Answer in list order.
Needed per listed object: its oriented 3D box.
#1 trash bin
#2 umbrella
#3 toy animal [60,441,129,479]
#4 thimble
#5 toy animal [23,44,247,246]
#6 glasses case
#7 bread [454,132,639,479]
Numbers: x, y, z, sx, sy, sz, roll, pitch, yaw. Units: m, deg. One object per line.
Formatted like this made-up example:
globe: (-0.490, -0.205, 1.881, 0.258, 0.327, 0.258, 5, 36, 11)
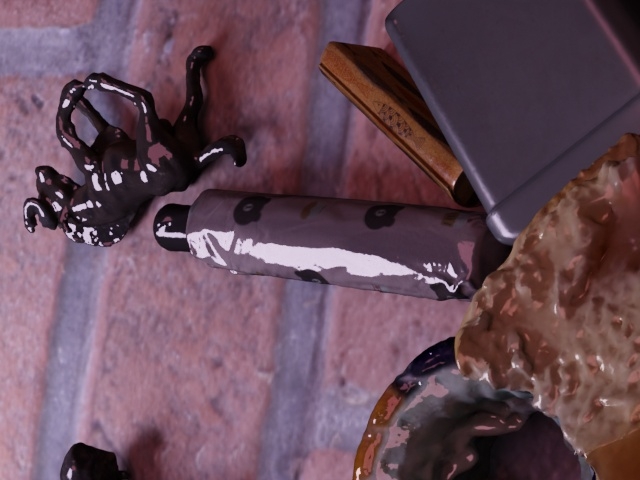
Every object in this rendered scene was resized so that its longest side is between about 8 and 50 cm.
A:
trash bin: (0.168, -0.107, 1.108, 0.177, 0.101, 0.236, -41, 69, 31)
umbrella: (0.000, 0.000, 1.248, 0.337, 0.067, 0.073, 7, 75, 37)
toy animal: (-0.255, 0.294, 1.352, 0.343, 0.106, 0.168, -48, 58, 15)
thimble: (0.148, 0.175, 1.063, 0.237, 0.150, 0.237, -6, 78, 32)
toy animal: (-0.165, -0.078, 1.381, 0.233, 0.084, 0.148, -16, 90, 25)
glasses case: (0.069, -0.092, 1.217, 0.170, 0.064, 0.041, 47, 118, 31)
bread: (0.236, 0.055, 0.973, 0.224, 0.211, 0.183, -52, 48, 2)
